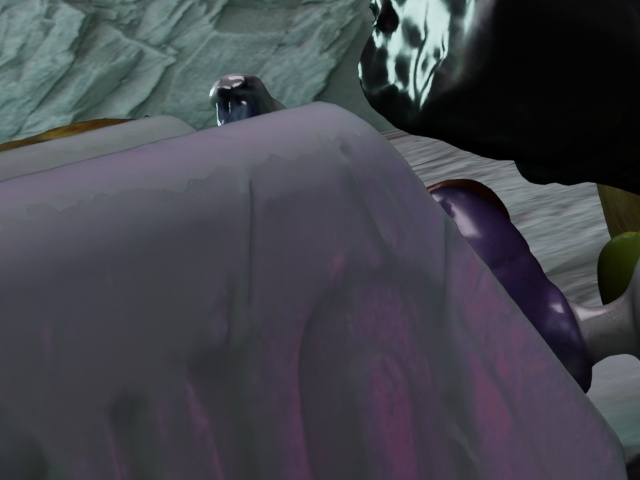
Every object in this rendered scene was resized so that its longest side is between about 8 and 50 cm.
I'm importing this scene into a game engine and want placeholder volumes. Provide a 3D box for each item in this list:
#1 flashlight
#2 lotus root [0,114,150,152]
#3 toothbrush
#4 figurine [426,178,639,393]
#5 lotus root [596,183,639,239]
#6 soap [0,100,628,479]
[{"bbox_3d":[0.204,-0.054,0.843,0.424,0.103,0.103,14,-9,-37],"label":"flashlight"},{"bbox_3d":[-0.146,0.002,1.184,0.193,0.193,0.291,-16,9,-31],"label":"lotus root"},{"bbox_3d":[0.000,-0.005,0.936,0.042,0.040,0.418,-8,-16,8],"label":"toothbrush"},{"bbox_3d":[0.055,0.044,0.712,0.420,0.154,0.193,-12,11,7],"label":"figurine"},{"bbox_3d":[0.390,-0.060,1.168,0.375,0.111,0.390,-12,5,-43],"label":"lotus root"},{"bbox_3d":[-0.069,0.088,0.382,0.115,0.208,0.347,-1,12,44],"label":"soap"}]
